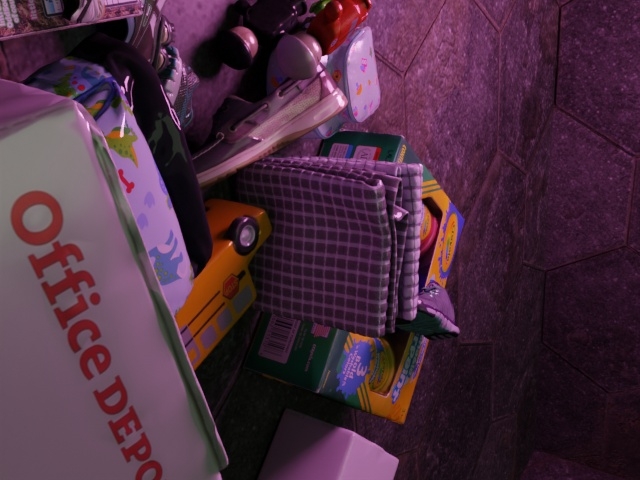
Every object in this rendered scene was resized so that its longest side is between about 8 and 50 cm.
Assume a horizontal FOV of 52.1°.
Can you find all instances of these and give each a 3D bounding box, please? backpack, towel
[{"bbox_3d":[-0.270,0.014,0.595,0.355,0.273,0.290,-29,129,-28],"label":"backpack"},{"bbox_3d":[0.005,-0.243,1.004,0.188,0.144,0.166,-45,137,-40],"label":"backpack"},{"bbox_3d":[0.000,0.000,0.939,0.121,0.283,0.235,-15,111,-53],"label":"towel"}]

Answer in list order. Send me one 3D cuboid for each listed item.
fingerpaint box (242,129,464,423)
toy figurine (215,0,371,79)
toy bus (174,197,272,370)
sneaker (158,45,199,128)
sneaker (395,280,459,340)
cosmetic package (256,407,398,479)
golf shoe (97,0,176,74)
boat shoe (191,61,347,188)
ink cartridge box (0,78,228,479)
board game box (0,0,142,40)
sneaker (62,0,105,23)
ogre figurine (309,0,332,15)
[{"bbox_3d":[0.091,0.081,1.212,0.371,0.163,0.445,39,67,-55],"label":"fingerpaint box"},{"bbox_3d":[-0.067,-0.317,0.817,0.148,0.213,0.210,-45,134,-18],"label":"toy figurine"},{"bbox_3d":[-0.187,0.086,0.838,0.333,0.108,0.130,-50,138,-37],"label":"toy bus"},{"bbox_3d":[-0.190,-0.150,0.811,0.076,0.064,0.167,27,79,-61],"label":"sneaker"},{"bbox_3d":[0.183,0.112,1.164,0.223,0.083,0.098,36,48,-58],"label":"sneaker"},{"bbox_3d":[-0.037,0.561,1.160,0.230,0.161,0.454,47,60,-51],"label":"cosmetic package"},{"bbox_3d":[-0.209,-0.286,0.725,0.093,0.077,0.198,-13,109,-55],"label":"golf shoe"},{"bbox_3d":[-0.100,-0.149,0.868,0.285,0.103,0.092,-31,100,-11],"label":"boat shoe"},{"bbox_3d":[-0.275,0.119,0.330,0.394,0.166,0.286,-32,126,-32],"label":"ink cartridge box"},{"bbox_3d":[-0.313,-0.274,0.506,0.291,0.141,0.232,-34,127,-48],"label":"board game box"},{"bbox_3d":[-0.201,-0.219,0.533,0.037,0.031,0.083,-36,127,-48],"label":"sneaker"},{"bbox_3d":[-0.006,-0.427,0.977,0.197,0.097,0.118,49,37,2],"label":"ogre figurine"}]
